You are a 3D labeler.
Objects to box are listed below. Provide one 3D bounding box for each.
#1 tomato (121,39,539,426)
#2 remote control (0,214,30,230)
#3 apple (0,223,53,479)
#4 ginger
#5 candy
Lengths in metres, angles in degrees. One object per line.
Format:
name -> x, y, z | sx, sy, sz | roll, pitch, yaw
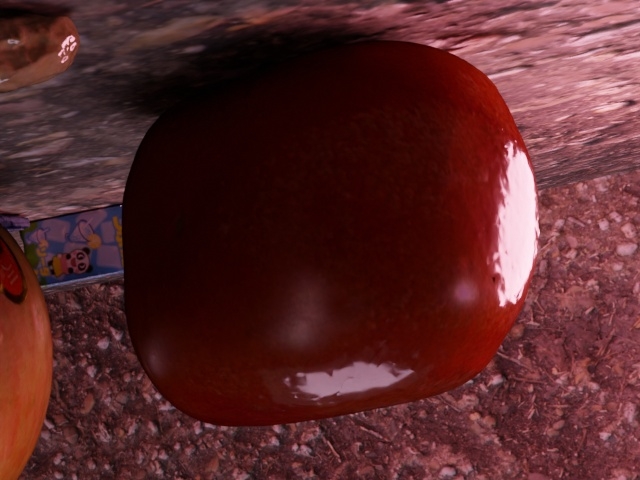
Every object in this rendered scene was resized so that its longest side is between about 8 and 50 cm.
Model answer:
tomato -> 0.000, 0.000, 0.723 | 0.290, 0.293, 0.325 | 12, 167, -44
remote control -> -0.412, -0.021, 1.170 | 0.044, 0.027, 0.152 | -17, 179, 1
apple -> -0.445, 0.129, 0.873 | 0.392, 0.346, 0.391 | -6, -179, 0
ginger -> -0.214, -0.083, 0.483 | 0.174, 0.051, 0.069 | -9, -179, 7
candy -> -0.321, 0.007, 1.322 | 0.195, 0.097, 0.062 | -10, 176, 3
